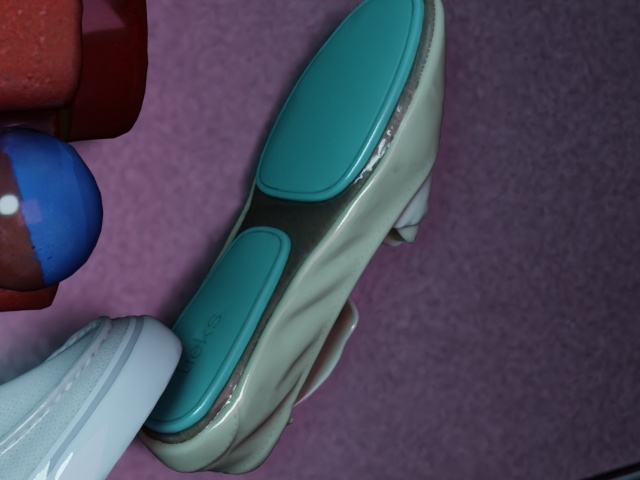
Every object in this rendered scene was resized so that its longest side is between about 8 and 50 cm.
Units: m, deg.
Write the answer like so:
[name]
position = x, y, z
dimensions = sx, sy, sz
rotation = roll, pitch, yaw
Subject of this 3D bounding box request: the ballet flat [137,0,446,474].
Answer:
[ballet flat]
position = 0.000, 0.000, 0.689
dimensions = 0.086, 0.086, 0.248
rotation = 34, 81, -16

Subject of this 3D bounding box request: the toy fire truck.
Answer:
[toy fire truck]
position = -0.131, -0.105, 0.523
dimensions = 0.169, 0.254, 0.302
rotation = -4, 117, -19

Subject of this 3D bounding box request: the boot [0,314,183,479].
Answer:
[boot]
position = -0.182, 0.101, 0.601
dimensions = 0.123, 0.095, 0.258
rotation = 44, 83, -13
